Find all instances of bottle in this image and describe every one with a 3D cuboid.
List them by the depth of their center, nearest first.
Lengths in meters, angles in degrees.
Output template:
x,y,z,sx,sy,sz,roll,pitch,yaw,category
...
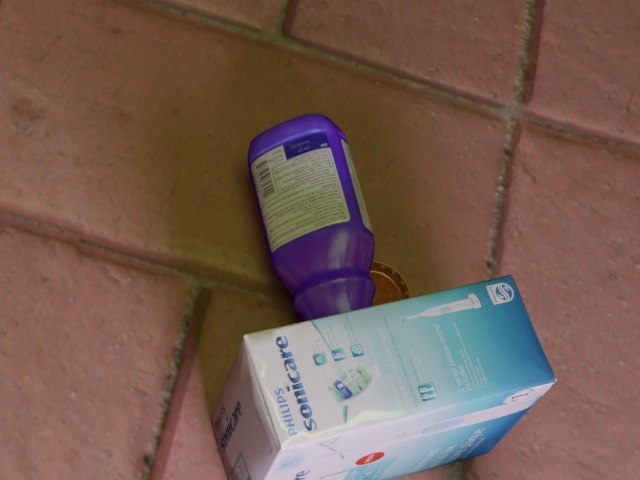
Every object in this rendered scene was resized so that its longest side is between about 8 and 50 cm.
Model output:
x,y,z,sx,sy,sz,roll,pitch,yaw,category
0.000,0.000,1.560,0.118,0.092,0.282,-23,64,16,bottle

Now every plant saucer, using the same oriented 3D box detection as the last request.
x,y,z,sx,sy,sz,roll,pitch,yaw,category
0.061,0.063,1.598,0.083,0.013,0.083,6,60,-11,plant saucer

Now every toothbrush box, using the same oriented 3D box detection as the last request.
x,y,z,sx,sy,sz,roll,pitch,yaw,category
0.056,0.161,1.425,0.296,0.216,0.126,-10,65,-20,toothbrush box
